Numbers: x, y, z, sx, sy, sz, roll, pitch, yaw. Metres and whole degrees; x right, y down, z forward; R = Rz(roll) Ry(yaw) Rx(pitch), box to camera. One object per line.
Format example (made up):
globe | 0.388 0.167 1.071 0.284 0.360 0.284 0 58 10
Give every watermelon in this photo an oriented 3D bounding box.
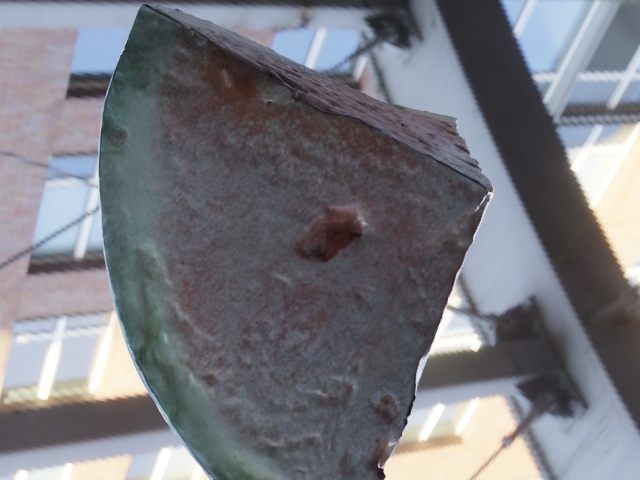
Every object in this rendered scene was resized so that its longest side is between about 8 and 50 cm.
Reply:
watermelon | 0.000 0.000 0.645 0.176 0.256 0.260 -16 -176 4
